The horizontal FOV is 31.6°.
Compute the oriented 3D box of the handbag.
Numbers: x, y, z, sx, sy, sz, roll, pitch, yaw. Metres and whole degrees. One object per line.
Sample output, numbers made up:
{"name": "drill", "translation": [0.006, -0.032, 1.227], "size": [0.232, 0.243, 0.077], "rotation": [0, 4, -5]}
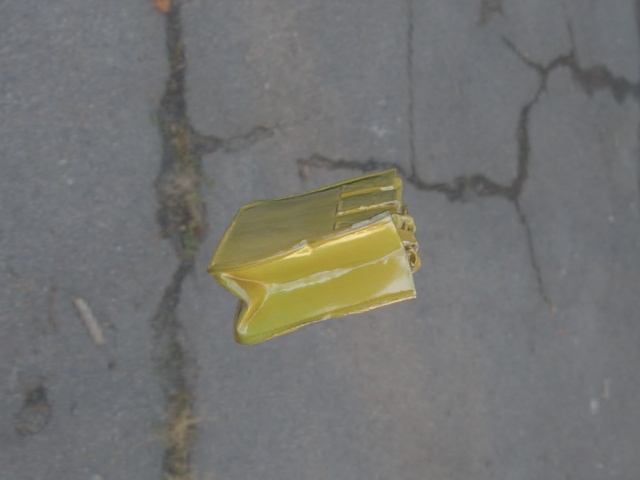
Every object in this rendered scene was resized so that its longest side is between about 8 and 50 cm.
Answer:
{"name": "handbag", "translation": [0.000, 0.000, 0.359], "size": [0.083, 0.061, 0.027], "rotation": [-75, 147, -72]}
